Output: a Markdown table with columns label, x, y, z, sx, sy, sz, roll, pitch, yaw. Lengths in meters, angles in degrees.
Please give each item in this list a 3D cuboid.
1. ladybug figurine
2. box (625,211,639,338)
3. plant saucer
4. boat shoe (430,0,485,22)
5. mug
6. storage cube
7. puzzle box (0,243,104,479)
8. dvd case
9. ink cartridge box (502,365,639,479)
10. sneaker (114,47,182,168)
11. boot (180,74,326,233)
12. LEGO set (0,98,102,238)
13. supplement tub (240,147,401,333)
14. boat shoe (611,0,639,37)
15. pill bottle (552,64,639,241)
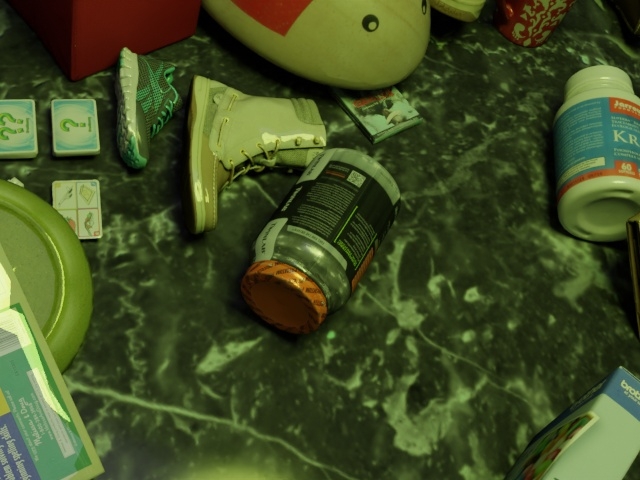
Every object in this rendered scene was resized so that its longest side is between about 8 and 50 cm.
| label | x | y | z | sx | sy | sz | roll | pitch | yaw |
| --- | --- | --- | --- | --- | --- | --- | --- | --- | --- |
| ladybug figurine | -0.029 | -0.389 | 1.099 | 0.305 | 0.162 | 0.449 | -32 | 69 | -34 |
| box | 0.449 | 0.014 | 1.020 | 0.201 | 0.021 | 0.164 | -26 | 112 | -30 |
| plant saucer | -0.329 | 0.045 | 0.762 | 0.241 | 0.037 | 0.240 | 6 | 72 | -20 |
| boat shoe | 0.222 | -0.442 | 1.228 | 0.122 | 0.110 | 0.341 | 18 | 40 | -7 |
| mug | 0.310 | -0.375 | 1.203 | 0.150 | 0.169 | 0.113 | 8 | 56 | -12 |
| storage cube | -0.257 | -0.340 | 0.983 | 0.215 | 0.193 | 0.183 | -32 | 72 | -33 |
| puzzle box | -0.388 | 0.072 | 0.681 | 0.272 | 0.052 | 0.408 | -23 | 84 | -26 |
| dvd case | 0.066 | -0.185 | 1.096 | 0.087 | 0.013 | 0.119 | -27 | 70 | -30 |
| ink cartridge box | 0.203 | 0.234 | 0.757 | 0.065 | 0.185 | 0.311 | 43 | 55 | 14 |
| sneaker | -0.196 | -0.155 | 0.963 | 0.076 | 0.065 | 0.166 | 4 | 58 | -20 |
| boot | -0.075 | -0.093 | 0.953 | 0.165 | 0.077 | 0.213 | 8 | 53 | -15 |
| LEGO set | -0.321 | -0.061 | 0.865 | 0.183 | 0.060 | 0.244 | -3 | 59 | -15 |
| supplement tub | 0.000 | 0.000 | 0.889 | 0.117 | 0.117 | 0.190 | 31 | 53 | 3 |
| boat shoe | 0.488 | -0.414 | 1.344 | 0.095 | 0.095 | 0.257 | 10 | 47 | 0 |
| pill bottle | 0.366 | -0.119 | 1.081 | 0.124 | 0.124 | 0.221 | 14 | 55 | -9 |
